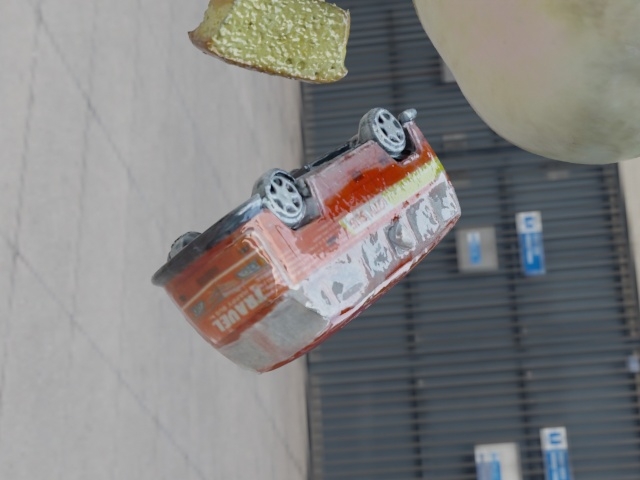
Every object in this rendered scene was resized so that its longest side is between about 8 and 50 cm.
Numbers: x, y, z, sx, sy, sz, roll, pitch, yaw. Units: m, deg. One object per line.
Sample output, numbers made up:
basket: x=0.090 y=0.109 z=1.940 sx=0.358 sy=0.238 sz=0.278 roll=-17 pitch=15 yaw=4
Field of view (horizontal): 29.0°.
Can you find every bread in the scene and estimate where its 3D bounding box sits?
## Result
bread: x=-0.050 y=-0.237 z=1.404 sx=0.065 sy=0.187 sz=0.103 roll=-131 pitch=-123 yaw=-69

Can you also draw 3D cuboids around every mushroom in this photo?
mushroom: x=0.191 y=-0.190 z=0.847 sx=0.254 sy=0.234 sz=0.260 roll=31 pitch=-53 yaw=41

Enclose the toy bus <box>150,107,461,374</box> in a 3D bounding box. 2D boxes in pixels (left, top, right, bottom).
toy bus: x=0.000 y=0.000 z=0.581 sx=0.077 sy=0.079 sz=0.174 roll=55 pitch=36 yaw=-1
